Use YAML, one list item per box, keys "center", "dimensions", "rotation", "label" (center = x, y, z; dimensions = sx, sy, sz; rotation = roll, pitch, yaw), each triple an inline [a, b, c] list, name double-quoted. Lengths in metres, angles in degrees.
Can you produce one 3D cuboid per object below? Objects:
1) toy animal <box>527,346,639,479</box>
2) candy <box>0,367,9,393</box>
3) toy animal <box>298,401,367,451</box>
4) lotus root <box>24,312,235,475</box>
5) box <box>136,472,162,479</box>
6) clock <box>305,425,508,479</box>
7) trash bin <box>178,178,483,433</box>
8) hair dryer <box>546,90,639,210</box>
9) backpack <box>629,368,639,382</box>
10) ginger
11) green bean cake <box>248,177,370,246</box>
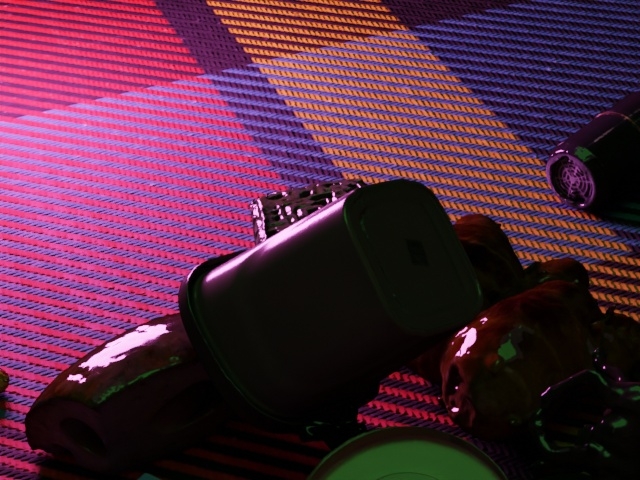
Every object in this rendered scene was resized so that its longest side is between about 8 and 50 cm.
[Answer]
- center: [0.298, 0.203, 1.811]
  dimensions: [0.148, 0.084, 0.232]
  rotation: [26, 83, 34]
  label: "toy animal"
- center: [-0.413, 0.193, 2.061]
  dimensions: [0.123, 0.035, 0.035]
  rotation: [-48, 7, -36]
  label: "candy"
- center: [0.065, 0.271, 1.810]
  dimensions: [0.117, 0.121, 0.210]
  rotation: [-39, 48, -14]
  label: "toy animal"
- center: [-0.179, 0.147, 1.993]
  dimensions: [0.314, 0.142, 0.210]
  rotation: [-28, 37, -34]
  label: "lotus root"
- center: [-0.191, 0.344, 1.734]
  dimensions: [0.143, 0.083, 0.232]
  rotation: [18, 37, 33]
  label: "box"
- center: [0.084, 0.292, 1.730]
  dimensions: [0.235, 0.029, 0.235]
  rotation: [-3, 59, 5]
  label: "clock"
- center: [0.019, 0.064, 1.877]
  dimensions: [0.250, 0.219, 0.220]
  rotation: [-34, -11, 40]
  label: "trash bin"
- center: [0.483, -0.068, 2.293]
  dimensions: [0.352, 0.107, 0.189]
  rotation: [29, 48, 35]
  label: "hair dryer"
- center: [0.438, 0.132, 1.854]
  dimensions: [0.229, 0.229, 0.139]
  rotation: [20, 59, 34]
  label: "backpack"
- center: [0.218, 0.086, 2.020]
  dimensions: [0.274, 0.152, 0.357]
  rotation: [-17, 36, -19]
  label: "ginger"
- center: [0.000, 0.000, 2.243]
  dimensions: [0.173, 0.094, 0.181]
  rotation: [-7, 31, -2]
  label: "green bean cake"
